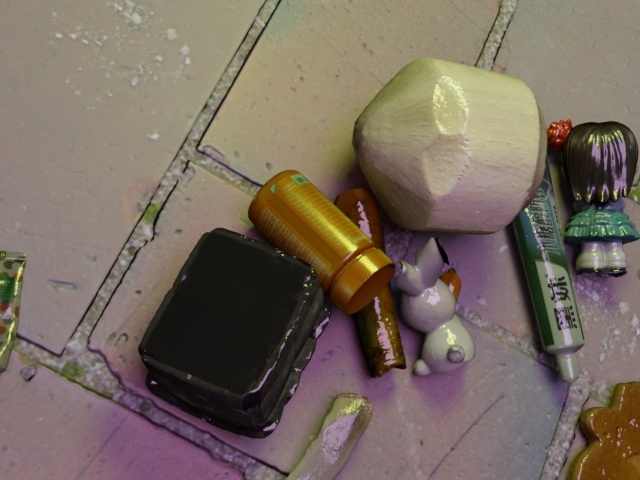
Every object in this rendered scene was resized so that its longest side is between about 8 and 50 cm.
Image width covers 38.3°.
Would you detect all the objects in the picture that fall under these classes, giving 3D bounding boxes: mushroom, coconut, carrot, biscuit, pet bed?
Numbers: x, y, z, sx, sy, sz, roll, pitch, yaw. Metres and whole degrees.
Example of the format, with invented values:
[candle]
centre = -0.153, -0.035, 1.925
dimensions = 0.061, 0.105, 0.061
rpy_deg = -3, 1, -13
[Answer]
[mushroom]
centre = -0.001, 0.285, 1.187
dimensions = 0.059, 0.054, 0.202
rpy_deg = 35, 71, -2
[coconut]
centre = 0.165, -0.126, 1.260
dimensions = 0.266, 0.237, 0.237
rpy_deg = 11, 71, -21
[carrot]
centre = 0.069, 0.057, 1.262
dimensions = 0.070, 0.070, 0.260
rpy_deg = -6, 78, -22
[biscuit]
centre = 0.443, 0.329, 1.344
dimensions = 0.184, 0.035, 0.249
rpy_deg = 37, 66, -6
[pet bed]
centre = -0.100, 0.118, 1.146
dimensions = 0.183, 0.159, 0.211
rpy_deg = 20, 65, 12

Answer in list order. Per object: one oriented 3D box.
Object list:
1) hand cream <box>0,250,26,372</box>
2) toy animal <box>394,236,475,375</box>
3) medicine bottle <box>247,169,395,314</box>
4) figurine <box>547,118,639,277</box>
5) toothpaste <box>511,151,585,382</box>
[hand cream]
centre = -0.389, 0.088, 1.107
dimensions = 0.057, 0.037, 0.165
rpy_deg = 6, 67, -19
[toy animal]
centre = 0.162, 0.082, 1.265
dimensions = 0.131, 0.127, 0.181
rpy_deg = -25, 96, -19
[medicine bottle]
centre = 0.000, 0.000, 1.208
dimensions = 0.096, 0.096, 0.192
rpy_deg = -38, 69, -25
[figurine]
centre = 0.420, -0.069, 1.415
dimensions = 0.138, 0.110, 0.245
rpy_deg = 1, 80, -2
[toothpaste]
centre = 0.333, 0.018, 1.378
dimensions = 0.099, 0.061, 0.392
rpy_deg = -4, 75, -19
